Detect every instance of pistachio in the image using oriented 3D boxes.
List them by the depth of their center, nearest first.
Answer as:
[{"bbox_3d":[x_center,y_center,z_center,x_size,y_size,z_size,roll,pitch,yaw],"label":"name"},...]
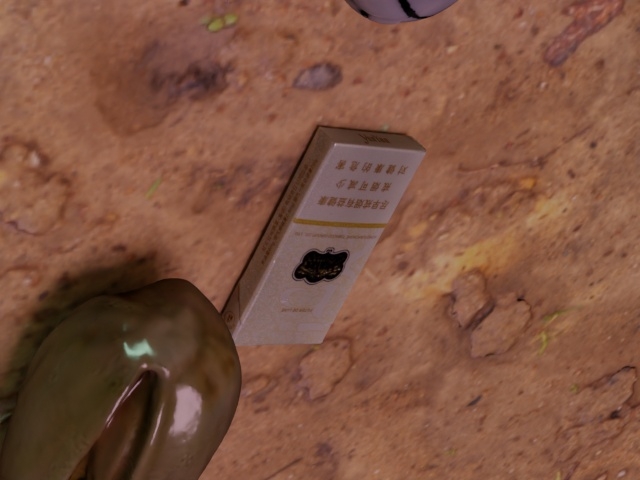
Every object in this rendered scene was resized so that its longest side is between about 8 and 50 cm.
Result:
[{"bbox_3d":[-0.130,0.115,1.148,0.129,0.131,0.206,27,120,-6],"label":"pistachio"}]

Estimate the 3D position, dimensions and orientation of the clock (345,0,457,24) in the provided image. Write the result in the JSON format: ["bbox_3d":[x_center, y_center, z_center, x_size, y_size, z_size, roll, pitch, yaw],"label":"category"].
[{"bbox_3d":[0.082,-0.192,1.031,0.080,0.117,0.176,19,113,-51],"label":"clock"}]

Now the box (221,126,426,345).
[{"bbox_3d":[0.000,0.000,1.226,0.090,0.024,0.167,2,125,-45],"label":"box"}]
